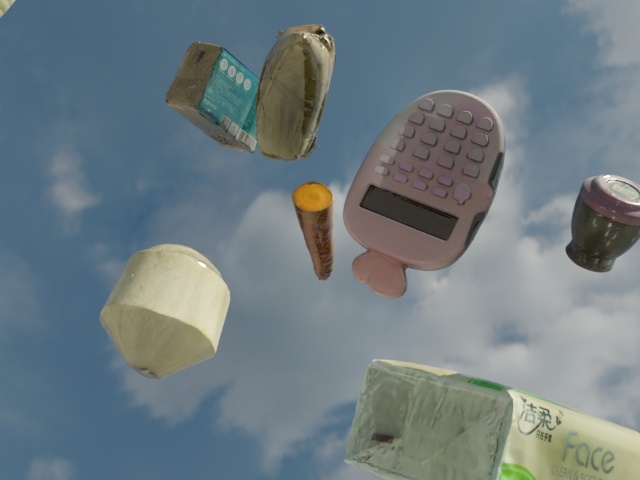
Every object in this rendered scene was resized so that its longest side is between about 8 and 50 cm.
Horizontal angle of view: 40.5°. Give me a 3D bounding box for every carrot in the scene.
[{"bbox_3d":[0.000,0.000,1.284,0.057,0.057,0.224,0,-34,7],"label":"carrot"}]

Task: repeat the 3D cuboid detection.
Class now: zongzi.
[{"bbox_3d":[-0.038,-0.195,1.164,0.099,0.197,0.194,11,-76,-2],"label":"zongzi"}]

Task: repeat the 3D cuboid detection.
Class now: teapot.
[{"bbox_3d":[0.446,-0.027,1.357,0.116,0.148,0.146,26,-56,14],"label":"teapot"}]

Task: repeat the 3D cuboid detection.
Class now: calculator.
[{"bbox_3d":[0.074,-0.035,0.635,0.103,0.165,0.024,24,-8,24],"label":"calculator"}]

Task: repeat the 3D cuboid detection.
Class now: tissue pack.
[{"bbox_3d":[0.298,0.346,1.423,0.405,0.205,0.332,25,-15,-36],"label":"tissue pack"},{"bbox_3d":[-0.162,-0.234,1.432,0.082,0.119,0.169,15,-12,35],"label":"tissue pack"}]

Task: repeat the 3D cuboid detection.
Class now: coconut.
[{"bbox_3d":[-0.259,0.126,1.453,0.202,0.221,0.202,13,-33,8],"label":"coconut"}]

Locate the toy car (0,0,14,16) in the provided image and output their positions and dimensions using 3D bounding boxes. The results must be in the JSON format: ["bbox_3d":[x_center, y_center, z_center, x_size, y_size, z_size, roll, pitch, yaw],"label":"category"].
[{"bbox_3d":[-0.352,-0.189,0.749,0.235,0.235,0.145,-19,-43,19],"label":"toy car"}]
